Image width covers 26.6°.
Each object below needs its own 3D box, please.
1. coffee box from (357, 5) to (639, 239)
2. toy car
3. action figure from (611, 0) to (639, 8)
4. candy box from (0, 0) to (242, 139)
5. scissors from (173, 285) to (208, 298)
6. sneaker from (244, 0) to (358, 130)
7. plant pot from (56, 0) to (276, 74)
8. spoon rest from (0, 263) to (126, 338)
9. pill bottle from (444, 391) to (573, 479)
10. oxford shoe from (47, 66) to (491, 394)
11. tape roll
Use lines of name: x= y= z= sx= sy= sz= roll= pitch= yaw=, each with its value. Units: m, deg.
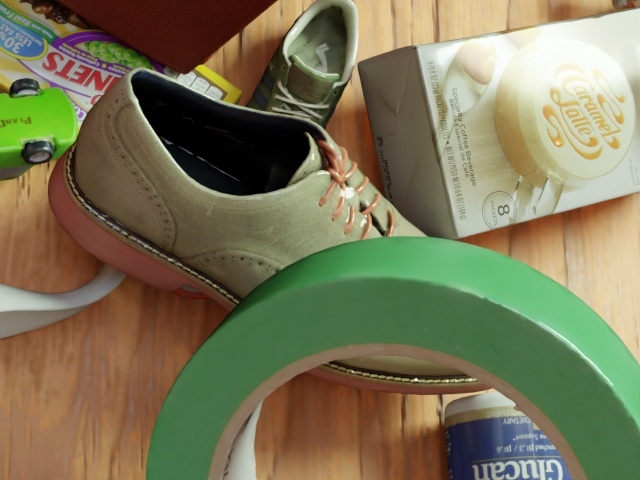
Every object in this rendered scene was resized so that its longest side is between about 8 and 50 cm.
coffee box: x=0.168 y=-0.093 z=1.016 sx=0.247 sy=0.098 sz=0.141 roll=-14 pitch=94 yaw=-24
toy car: x=-0.279 y=-0.060 z=0.926 sx=0.225 sy=0.053 sz=0.239 roll=-9 pitch=65 yaw=-21
action figure: x=0.274 y=-0.278 z=1.130 sx=0.285 sy=0.099 sz=0.185 roll=51 pitch=52 yaw=-1
candy box: x=-0.170 y=-0.124 z=1.001 sx=0.206 sy=0.027 sz=0.105 roll=33 pitch=70 yaw=-3
scissors: x=0.021 y=0.010 z=0.990 sx=0.297 sy=0.021 sz=0.109 roll=11 pitch=99 yaw=-11
sneaker: x=-0.022 y=-0.102 z=1.002 sx=0.064 sy=0.086 sz=0.192 roll=25 pitch=69 yaw=-6
plant pot: x=-0.084 y=-0.278 z=0.949 sx=0.235 sy=0.267 sz=0.267 roll=49 pitch=59 yaw=-10
spoon rest: x=-0.219 y=0.038 z=0.893 sx=0.276 sy=0.137 sz=0.084 roll=-35 pitch=93 yaw=-34
pill bottle: x=0.139 y=0.195 z=0.947 sx=0.094 sy=0.094 sz=0.169 roll=1 pitch=73 yaw=-15
oxford shoe: x=0.000 y=0.000 z=0.889 sx=0.348 sy=0.130 sz=0.123 roll=21 pitch=48 yaw=-15
tape roll: x=0.055 y=0.160 z=0.836 sx=0.321 sy=0.077 sz=0.321 roll=4 pitch=109 yaw=13
